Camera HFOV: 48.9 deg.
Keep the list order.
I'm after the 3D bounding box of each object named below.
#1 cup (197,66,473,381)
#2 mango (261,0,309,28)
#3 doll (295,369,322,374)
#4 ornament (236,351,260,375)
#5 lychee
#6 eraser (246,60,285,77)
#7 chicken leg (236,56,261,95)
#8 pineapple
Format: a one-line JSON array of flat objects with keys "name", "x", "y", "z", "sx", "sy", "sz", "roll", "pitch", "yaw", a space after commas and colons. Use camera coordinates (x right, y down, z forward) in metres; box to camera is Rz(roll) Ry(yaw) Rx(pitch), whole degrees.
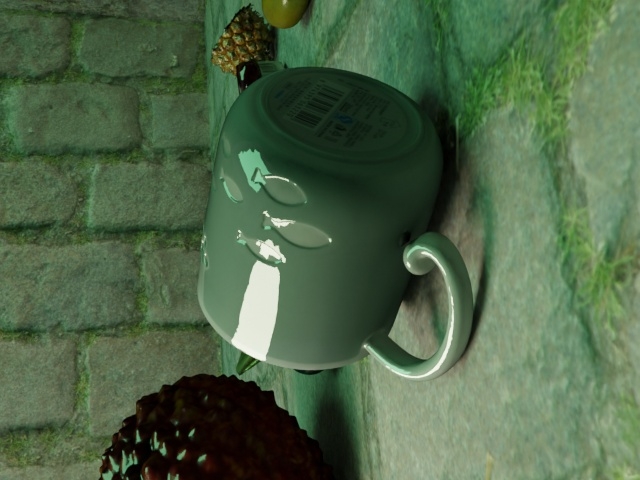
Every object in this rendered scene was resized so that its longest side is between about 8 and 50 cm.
[{"name": "cup", "x": 0.030, "y": -0.007, "z": 0.788, "sx": 0.356, "sy": 0.259, "sz": 0.275, "roll": 41, "pitch": 138, "yaw": 29}, {"name": "mango", "x": -0.060, "y": -0.502, "z": 1.367, "sx": 0.130, "sy": 0.091, "sz": 0.195, "roll": -101, "pitch": 27, "yaw": -42}, {"name": "doll", "x": -0.010, "y": 0.176, "z": 1.201, "sx": 0.152, "sy": 0.085, "sz": 0.114, "roll": 125, "pitch": 166, "yaw": -51}, {"name": "ornament", "x": -0.089, "y": 0.161, "z": 1.229, "sx": 0.180, "sy": 0.059, "sz": 0.201, "roll": -52, "pitch": 9, "yaw": -13}, {"name": "lychee", "x": -0.163, "y": 0.471, "z": 1.176, "sx": 0.424, "sy": 0.424, "sz": 0.500, "roll": 149, "pitch": 105, "yaw": -73}, {"name": "eraser", "x": -0.091, "y": -0.272, "z": 1.461, "sx": 0.404, "sy": 0.098, "sz": 0.096, "roll": -113, "pitch": 22, "yaw": -57}, {"name": "chicken leg", "x": -0.112, "y": -0.114, "z": 1.253, "sx": 0.158, "sy": 0.095, "sz": 0.407, "roll": 3, "pitch": 107, "yaw": 54}, {"name": "pineapple", "x": -0.170, "y": -0.466, "z": 1.727, "sx": 0.176, "sy": 0.136, "sz": 0.161, "roll": -55, "pitch": 0, "yaw": -25}]
